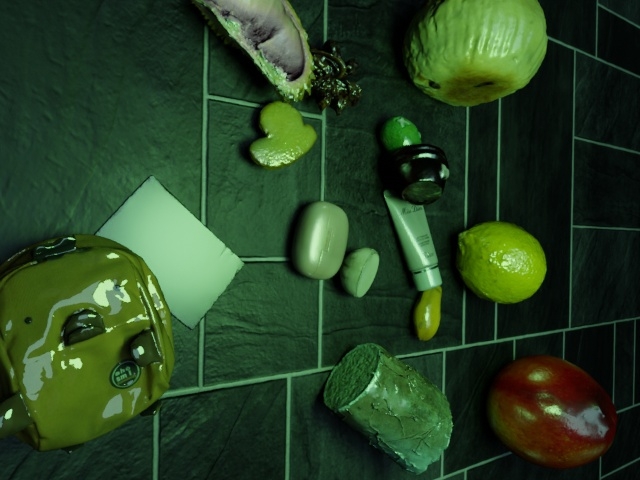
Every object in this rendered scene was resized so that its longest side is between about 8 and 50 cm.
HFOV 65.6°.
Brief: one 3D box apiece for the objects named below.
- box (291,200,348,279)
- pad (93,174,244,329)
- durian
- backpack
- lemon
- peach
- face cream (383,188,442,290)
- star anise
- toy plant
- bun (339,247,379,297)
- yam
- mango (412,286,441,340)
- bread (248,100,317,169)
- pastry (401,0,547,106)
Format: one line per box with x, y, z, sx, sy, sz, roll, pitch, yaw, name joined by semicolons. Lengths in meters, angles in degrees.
0.000;0.000;1.267;0.145;0.088;0.201;16;81;-33;box
-0.326;0.031;1.095;0.300;0.005;0.202;47;66;-26;pad
-0.135;-0.471;1.141;0.341;0.112;0.191;43;63;-14;durian
-0.441;0.180;0.902;0.353;0.201;0.378;-25;108;-36;backpack
0.560;0.064;1.559;0.310;0.253;0.254;33;72;-13;lemon
0.756;0.561;1.628;0.388;0.388;0.389;-1;91;-34;peach
0.278;-0.009;1.472;0.143;0.089;0.315;-16;88;-33;face cream
0.020;-0.411;1.257;0.220;0.125;0.190;-22;107;-35;star anise
0.262;-0.225;1.405;0.218;0.175;0.235;29;42;-39;toy plant
0.092;0.079;1.335;0.138;0.094;0.138;-47;148;-43;bun
0.184;0.444;1.332;0.348;0.241;0.241;42;68;-25;yam
0.326;0.213;1.502;0.098;0.075;0.190;37;66;-45;mango
-0.109;-0.251;1.211;0.187;0.065;0.149;-40;101;-24;bread
0.425;-0.566;1.385;0.388;0.388;0.313;12;81;-34;pastry
